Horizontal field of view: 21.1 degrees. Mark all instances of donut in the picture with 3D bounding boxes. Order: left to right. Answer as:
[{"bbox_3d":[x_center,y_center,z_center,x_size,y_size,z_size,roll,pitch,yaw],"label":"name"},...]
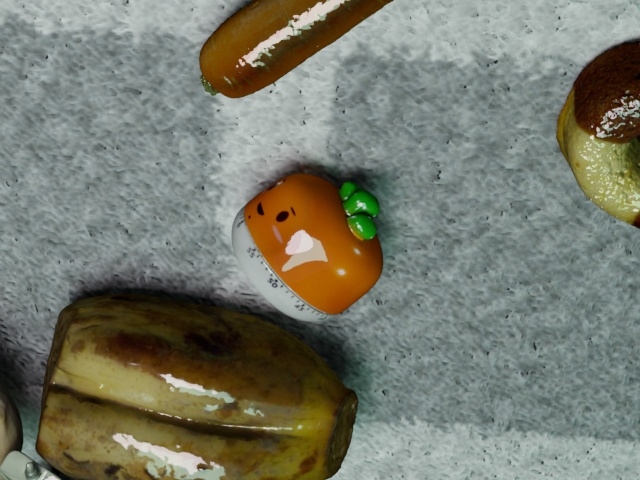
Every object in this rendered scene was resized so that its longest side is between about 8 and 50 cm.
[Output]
[{"bbox_3d":[0.285,-0.076,1.397,0.184,0.073,0.166,25,126,-9],"label":"donut"}]

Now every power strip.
[{"bbox_3d":[-0.254,0.235,1.601,0.060,0.027,0.253,33,166,9],"label":"power strip"}]

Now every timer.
[{"bbox_3d":[0.000,0.000,1.461,0.136,0.099,0.136,1,136,1],"label":"timer"}]

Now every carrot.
[{"bbox_3d":[-0.006,-0.182,1.358,0.225,0.067,0.067,-30,116,22],"label":"carrot"}]

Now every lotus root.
[{"bbox_3d":[-0.114,0.155,1.536,0.291,0.193,0.193,10,125,0],"label":"lotus root"}]

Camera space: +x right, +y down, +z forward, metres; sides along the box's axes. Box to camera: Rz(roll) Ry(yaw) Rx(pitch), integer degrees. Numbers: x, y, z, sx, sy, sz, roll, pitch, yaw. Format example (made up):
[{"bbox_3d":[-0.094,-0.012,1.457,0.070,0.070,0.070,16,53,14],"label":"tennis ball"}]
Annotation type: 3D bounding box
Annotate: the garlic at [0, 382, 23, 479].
[{"bbox_3d":[-0.363,0.148,1.590,0.228,0.110,0.217,-6,123,35],"label":"garlic"}]
